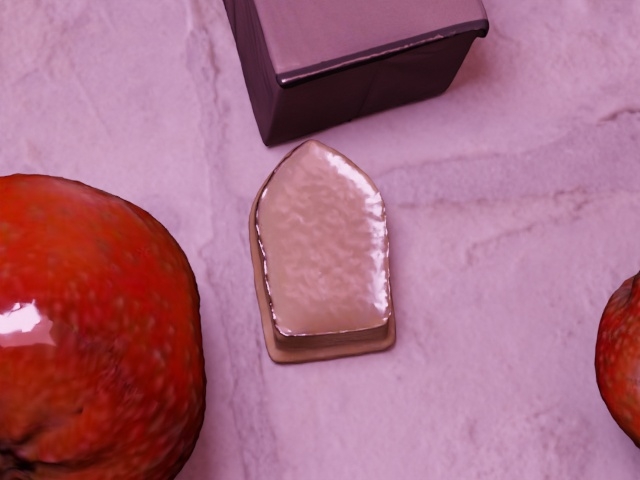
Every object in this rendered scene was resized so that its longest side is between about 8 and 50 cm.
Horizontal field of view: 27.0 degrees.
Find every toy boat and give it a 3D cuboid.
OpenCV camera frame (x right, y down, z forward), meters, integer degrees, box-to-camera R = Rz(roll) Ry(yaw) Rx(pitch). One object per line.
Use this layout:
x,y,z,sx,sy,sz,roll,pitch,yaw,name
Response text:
0.000,0.000,1.095,0.116,0.061,0.188,-7,73,-5,toy boat

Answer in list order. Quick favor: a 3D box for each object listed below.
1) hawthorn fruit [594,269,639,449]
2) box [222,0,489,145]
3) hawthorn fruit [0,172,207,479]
0.360,0.098,0.965,0.254,0.254,0.300,-44,56,-14,hawthorn fruit
0.009,-0.233,1.122,0.188,0.153,0.252,-16,74,-9,box
-0.209,0.080,0.959,0.275,0.275,0.299,15,51,2,hawthorn fruit
